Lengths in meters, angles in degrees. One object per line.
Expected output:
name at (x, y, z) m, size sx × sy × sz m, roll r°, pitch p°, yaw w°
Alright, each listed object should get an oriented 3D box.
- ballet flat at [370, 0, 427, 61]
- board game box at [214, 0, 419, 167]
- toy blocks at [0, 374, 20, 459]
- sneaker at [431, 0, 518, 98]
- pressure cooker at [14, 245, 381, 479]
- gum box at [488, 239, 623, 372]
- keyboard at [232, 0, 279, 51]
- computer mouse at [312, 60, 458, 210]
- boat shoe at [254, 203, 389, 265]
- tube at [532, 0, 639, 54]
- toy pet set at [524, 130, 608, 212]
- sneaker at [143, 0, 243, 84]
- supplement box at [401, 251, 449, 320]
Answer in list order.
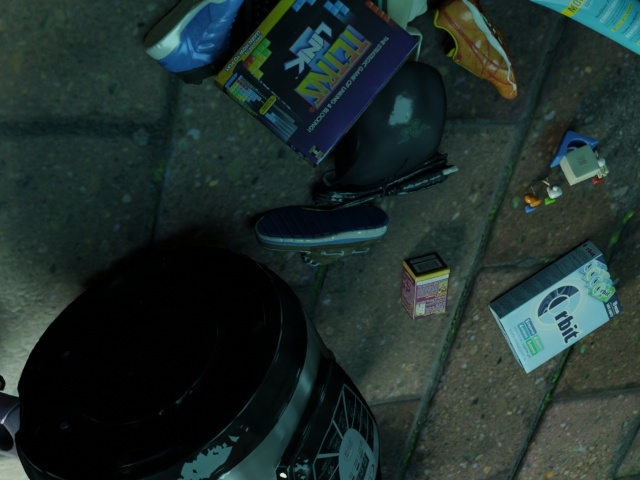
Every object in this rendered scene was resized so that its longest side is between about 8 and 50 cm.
ballet flat at (0.079, -0.247, 1.225) m, size 0.086 × 0.086 × 0.248 m, roll -14°, pitch 140°, yaw -18°
board game box at (-0.004, -0.185, 1.138) m, size 0.141 × 0.048 × 0.170 m, roll 39°, pitch 86°, yaw 0°
toy blocks at (-0.408, 0.390, 1.278) m, size 0.309 × 0.260 × 0.289 m, roll -45°, pitch 165°, yaw -48°
sneaker at (0.189, -0.233, 1.318) m, size 0.067 × 0.064 × 0.175 m, roll -26°, pitch 132°, yaw 21°
pressure cooker at (-0.121, 0.258, 1.329) m, size 0.369 × 0.375 × 0.420 m, roll -29°, pitch 130°, yaw -3°
gum box at (0.367, 0.105, 1.685) m, size 0.184 × 0.041 × 0.157 m, roll -33°, pitch 134°, yaw 1°
keyboard at (-0.045, -0.237, 1.207) m, size 0.108 × 0.023 × 0.180 m, roll -12°, pitch 131°, yaw -19°
computer mouse at (0.091, -0.107, 1.281) m, size 0.188 × 0.072 × 0.272 m, roll -17°, pitch 156°, yaw -10°
boat shoe at (0.000, 0.000, 1.392) m, size 0.183 × 0.066 × 0.066 m, roll -3°, pitch 133°, yaw -22°
tube at (0.351, -0.294, 1.356) m, size 0.207 × 0.052 × 0.080 m, roll 21°, pitch 105°, yaw -31°
toy pet set at (0.336, -0.103, 1.505) m, size 0.122 × 0.065 × 0.114 m, roll -23°, pitch 168°, yaw -6°
sneaker at (-0.106, -0.228, 1.154) m, size 0.152 × 0.058 × 0.084 m, roll -40°, pitch 128°, yaw 13°
supplement box at (0.148, 0.066, 1.537) m, size 0.055 × 0.043 × 0.083 m, roll -13°, pitch 130°, yaw -18°
